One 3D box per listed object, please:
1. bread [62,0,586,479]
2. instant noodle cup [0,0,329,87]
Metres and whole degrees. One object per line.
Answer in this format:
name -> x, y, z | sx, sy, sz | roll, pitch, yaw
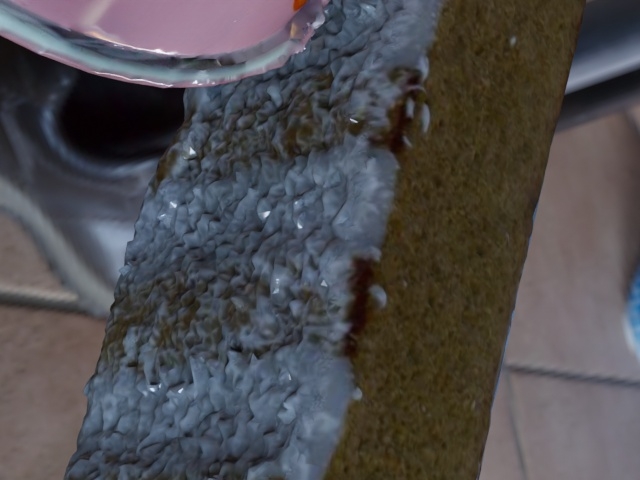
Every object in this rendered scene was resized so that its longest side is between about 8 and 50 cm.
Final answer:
bread -> 0.000, 0.000, 0.749 | 0.113, 0.165, 0.416 | 29, 64, -33
instant noodle cup -> -0.029, -0.208, 0.591 | 0.243, 0.231, 0.243 | 25, 44, -27
